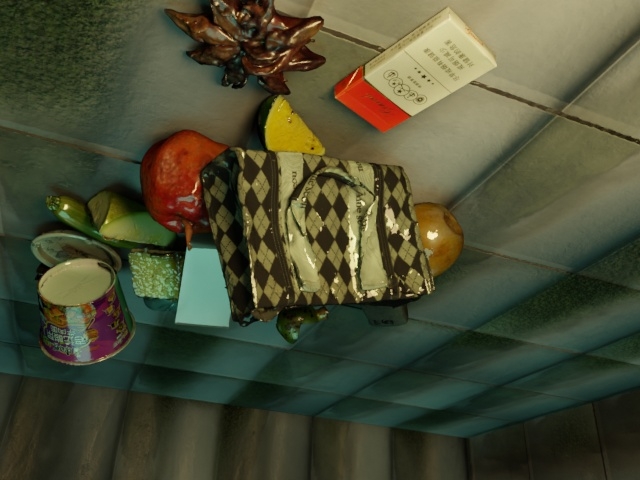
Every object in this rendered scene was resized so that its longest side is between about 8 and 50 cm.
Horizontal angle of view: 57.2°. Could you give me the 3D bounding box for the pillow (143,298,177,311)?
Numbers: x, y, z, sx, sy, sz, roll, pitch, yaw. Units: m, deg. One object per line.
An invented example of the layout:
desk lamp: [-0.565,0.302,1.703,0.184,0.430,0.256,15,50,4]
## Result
pillow: [-0.413,0.180,1.763,0.234,0.086,0.214,13,170,-27]

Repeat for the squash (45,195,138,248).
squash: [-0.565,-0.044,1.451,0.069,0.069,0.258,-19,142,34]

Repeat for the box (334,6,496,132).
box: [0.157,-0.279,1.000,0.139,0.035,0.245,26,143,-36]

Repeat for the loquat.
loquat: [0.222,0.008,1.368,0.179,0.179,0.227,24,140,-32]

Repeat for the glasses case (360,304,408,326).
glasses case: [0.182,0.171,1.751,0.131,0.074,0.323,-4,150,15]

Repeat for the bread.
bread: [-0.374,0.084,1.601,0.266,0.141,0.178,6,112,0]

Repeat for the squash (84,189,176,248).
squash: [-0.420,-0.030,1.419,0.252,0.169,0.093,30,97,-38]

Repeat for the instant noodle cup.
instant noodle cup: [-0.626,0.175,1.551,0.251,0.251,0.190,4,126,-2]

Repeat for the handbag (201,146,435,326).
handbag: [0.000,0.000,1.124,0.416,0.316,0.180,2,159,-35]

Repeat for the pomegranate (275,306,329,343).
pomegranate: [-0.067,0.238,1.857,0.169,0.122,0.143,-36,177,0]

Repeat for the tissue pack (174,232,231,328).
tissue pack: [-0.273,0.077,1.452,0.136,0.159,0.246,9,118,-13]

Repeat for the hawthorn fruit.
hawthorn fruit: [-0.262,-0.085,1.175,0.208,0.243,0.207,0,151,0]

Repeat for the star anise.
star anise: [-0.115,-0.299,0.926,0.272,0.102,0.272,5,151,3]

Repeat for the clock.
clock: [-0.659,0.028,1.598,0.237,0.053,0.236,1,148,1]

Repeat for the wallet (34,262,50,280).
wallet: [-0.718,0.107,1.709,0.198,0.110,0.031,14,104,-17]

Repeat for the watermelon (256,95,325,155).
watermelon: [-0.071,-0.192,1.134,0.092,0.075,0.181,-12,147,24]
